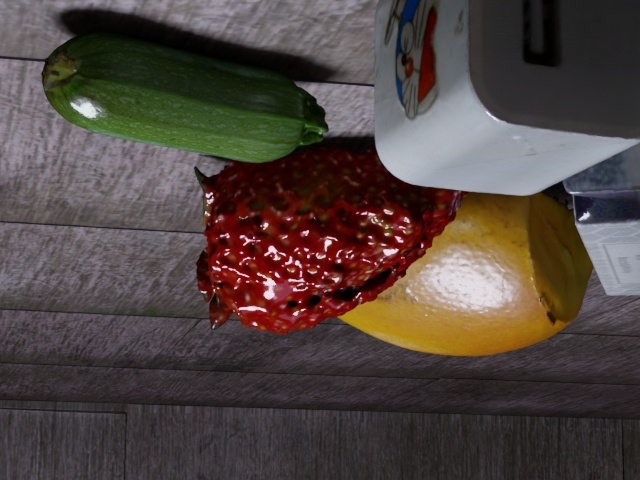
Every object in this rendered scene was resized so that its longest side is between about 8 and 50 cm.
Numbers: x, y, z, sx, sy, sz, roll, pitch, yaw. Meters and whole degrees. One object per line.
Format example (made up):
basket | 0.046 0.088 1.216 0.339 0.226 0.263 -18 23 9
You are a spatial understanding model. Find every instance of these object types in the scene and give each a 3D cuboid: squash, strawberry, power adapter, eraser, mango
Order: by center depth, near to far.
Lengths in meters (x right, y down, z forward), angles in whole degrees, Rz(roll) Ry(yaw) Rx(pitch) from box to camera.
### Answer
power adapter | 0.098 -0.096 0.959 0.125 0.130 0.205 5 166 -20
squash | -0.091 -0.094 1.110 0.219 0.068 0.077 8 160 -35
eraser | 0.254 -0.037 1.303 0.096 0.098 0.404 -4 168 12
strawberry | 0.009 0.012 1.350 0.228 0.098 0.174 -2 126 13
mango | 0.099 0.025 1.470 0.257 0.138 0.187 -10 144 34
